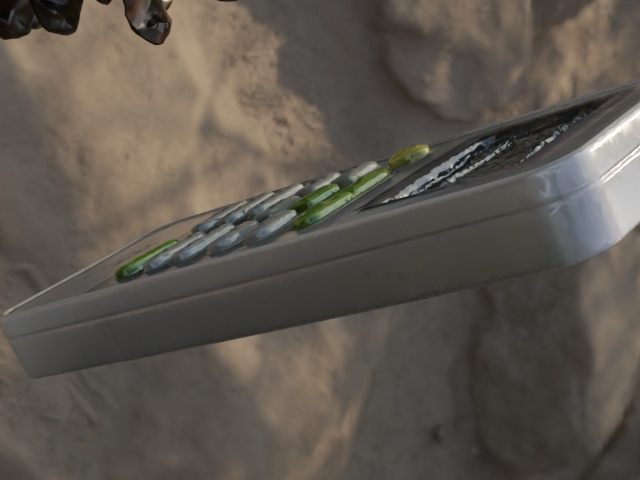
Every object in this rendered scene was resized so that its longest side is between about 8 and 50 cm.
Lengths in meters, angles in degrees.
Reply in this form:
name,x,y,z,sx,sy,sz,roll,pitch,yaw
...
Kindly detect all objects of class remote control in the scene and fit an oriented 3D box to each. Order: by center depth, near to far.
name,x,y,z,sx,sy,sz,roll,pitch,yaw
remote control,0.000,0.000,0.422,0.103,0.250,0.034,-33,104,-47

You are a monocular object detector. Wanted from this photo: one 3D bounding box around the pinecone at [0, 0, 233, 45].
name,x,y,z,sx,sy,sz,roll,pitch,yaw
pinecone,-0.169,-0.226,0.746,0.246,0.292,0.246,-9,90,-68
